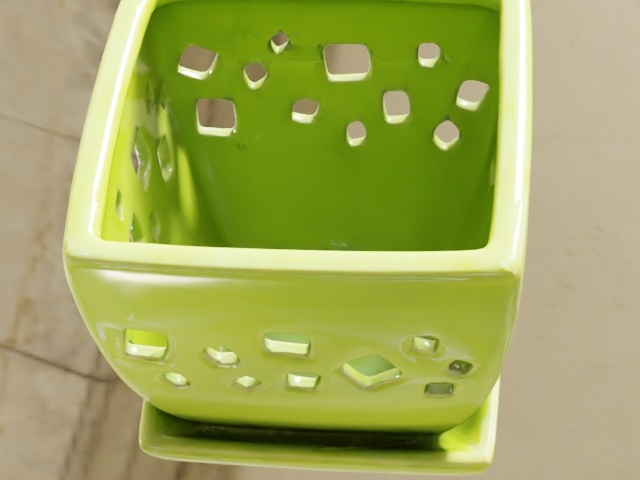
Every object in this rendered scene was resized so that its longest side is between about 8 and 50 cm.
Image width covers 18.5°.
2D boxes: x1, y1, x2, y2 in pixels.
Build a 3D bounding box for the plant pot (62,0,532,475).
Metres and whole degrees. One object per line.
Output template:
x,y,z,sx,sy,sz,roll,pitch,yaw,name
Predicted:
0.000,0.000,1.066,0.227,0.207,0.228,2,-132,7,plant pot
